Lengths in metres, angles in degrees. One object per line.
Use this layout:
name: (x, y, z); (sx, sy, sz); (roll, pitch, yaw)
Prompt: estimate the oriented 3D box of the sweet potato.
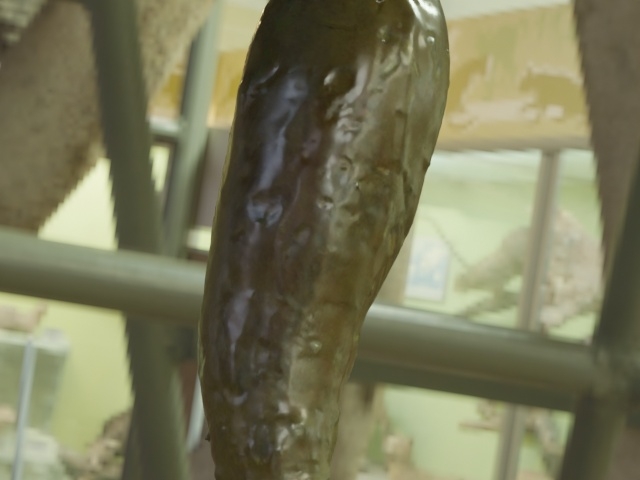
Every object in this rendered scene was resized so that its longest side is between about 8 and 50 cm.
sweet potato: (-0.005, 0.002, 0.965); (0.130, 0.423, 0.130); (10, -16, 3)
